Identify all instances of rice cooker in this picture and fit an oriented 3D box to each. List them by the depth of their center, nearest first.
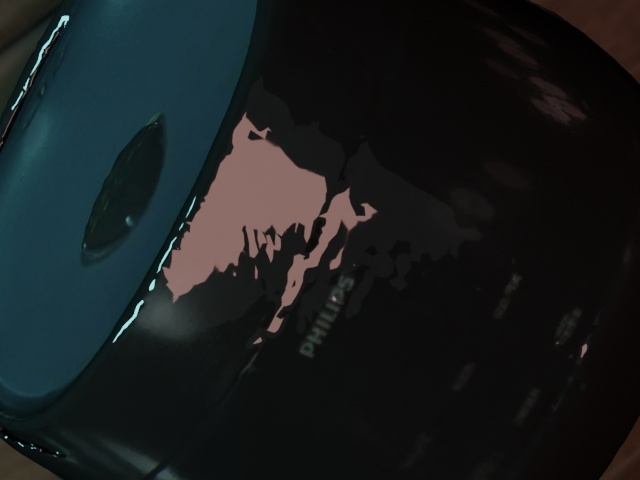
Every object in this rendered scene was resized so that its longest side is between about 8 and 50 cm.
[{"bbox_3d":[0.000,0.000,0.703,0.224,0.267,0.267,22,100,-29],"label":"rice cooker"}]
